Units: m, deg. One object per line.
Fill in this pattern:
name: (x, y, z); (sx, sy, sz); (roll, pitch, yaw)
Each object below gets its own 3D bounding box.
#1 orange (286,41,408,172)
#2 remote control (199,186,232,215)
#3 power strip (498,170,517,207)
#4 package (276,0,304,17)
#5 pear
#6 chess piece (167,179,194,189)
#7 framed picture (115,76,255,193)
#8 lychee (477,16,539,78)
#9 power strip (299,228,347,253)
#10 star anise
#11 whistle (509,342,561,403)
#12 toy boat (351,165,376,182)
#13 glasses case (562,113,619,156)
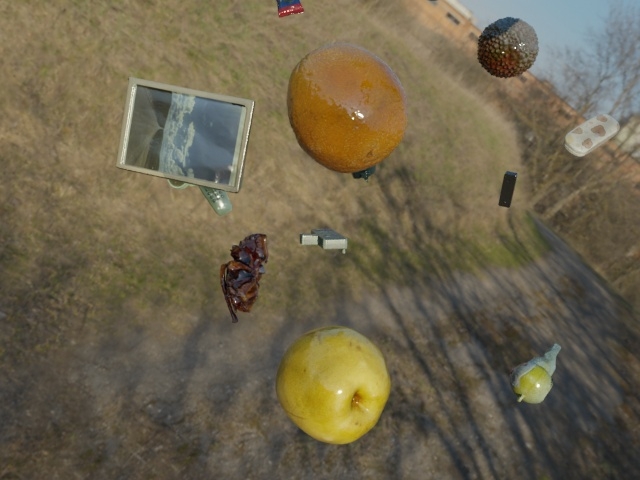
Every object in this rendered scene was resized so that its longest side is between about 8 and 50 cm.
orange: (0.067, -0.370, 1.698); (0.322, 0.322, 0.357); (8, 53, -58)
remote control: (-0.349, -0.181, 1.940); (0.222, 0.072, 0.042); (61, -9, -6)
power strip: (0.560, -0.152, 1.847); (0.037, 0.111, 0.029); (16, 35, 20)
package: (-0.112, -0.796, 1.971); (0.022, 0.083, 0.201); (73, 3, -70)
pear: (0.032, 0.371, 1.622); (0.314, 0.314, 0.314); (35, 20, -14)
chess piece: (-0.360, -0.168, 1.660); (0.067, 0.067, 0.103); (44, 11, 11)
framed picture: (-0.270, -0.210, 1.232); (0.259, 0.189, 0.023); (12, 7, 1)
lychee: (0.509, -0.524, 1.684); (0.165, 0.165, 0.197); (39, 10, -3)
power strip: (0.000, 0.000, 2.206); (0.145, 0.061, 0.215); (0, 9, -13)
star anise: (-0.214, 0.085, 1.698); (0.125, 0.190, 0.220); (19, 40, -1)
whistle: (0.613, 0.373, 1.763); (0.123, 0.123, 0.223); (42, 62, 6)
toy boat: (0.133, -0.283, 2.025); (0.246, 0.092, 0.103); (73, -1, -71)
glasses case: (0.627, -0.245, 1.430); (0.164, 0.041, 0.063); (-30, 67, -23)
